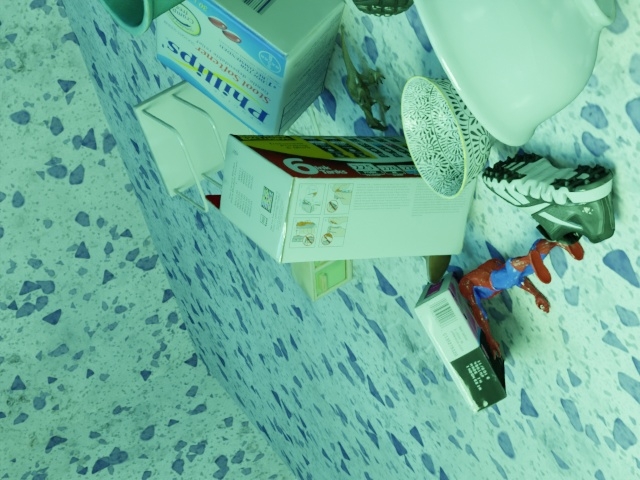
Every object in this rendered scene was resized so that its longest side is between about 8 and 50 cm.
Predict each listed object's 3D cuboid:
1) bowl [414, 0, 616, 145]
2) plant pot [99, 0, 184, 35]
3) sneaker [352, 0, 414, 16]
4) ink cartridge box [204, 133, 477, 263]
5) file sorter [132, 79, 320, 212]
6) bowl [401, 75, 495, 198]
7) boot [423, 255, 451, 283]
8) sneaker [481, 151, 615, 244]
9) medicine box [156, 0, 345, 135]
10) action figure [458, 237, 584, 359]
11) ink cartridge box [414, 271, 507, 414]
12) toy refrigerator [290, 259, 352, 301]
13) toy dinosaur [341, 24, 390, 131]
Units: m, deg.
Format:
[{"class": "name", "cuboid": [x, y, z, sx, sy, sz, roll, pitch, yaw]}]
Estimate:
[{"class": "bowl", "cuboid": [0.201, -0.253, 1.094, 0.134, 0.298, 0.298, -20, 102, 28]}, {"class": "plant pot", "cuboid": [-0.178, -0.505, 1.525, 0.341, 0.334, 0.341, 52, 160, 28]}, {"class": "sneaker", "cuboid": [0.082, -0.412, 1.358, 0.283, 0.107, 0.124, 85, -171, -48]}, {"class": "ink cartridge box", "cuboid": [0.020, -0.079, 1.640, 0.272, 0.309, 0.130, 36, 122, 52]}, {"class": "file sorter", "cuboid": [-0.161, -0.205, 2.050, 0.173, 0.277, 0.193, 31, 146, 51]}, {"class": "bowl", "cuboid": [0.182, -0.147, 1.480, 0.170, 0.080, 0.170, 161, 90, -73]}, {"class": "boot", "cuboid": [0.167, 0.011, 1.766, 0.042, 0.119, 0.087, 28, 163, -35]}, {"class": "sneaker", "cuboid": [0.282, -0.045, 1.380, 0.234, 0.078, 0.106, 20, 133, 62]}, {"class": "medicine box", "cuboid": [-0.123, -0.339, 1.809, 0.263, 0.149, 0.289, 37, 157, 8]}, {"class": "action figure", "cuboid": [0.282, 0.079, 1.553, 0.139, 0.091, 0.280, 60, 161, -1]}, {"class": "ink cartridge box", "cuboid": [0.222, 0.146, 1.735, 0.176, 0.069, 0.371, 61, -173, 1]}, {"class": "toy refrigerator", "cuboid": [0.000, 0.000, 2.195, 0.094, 0.102, 0.270, 50, 159, 31]}, {"class": "toy dinosaur", "cuboid": [0.060, -0.241, 1.736, 0.092, 0.053, 0.183, 24, 140, 64]}]
